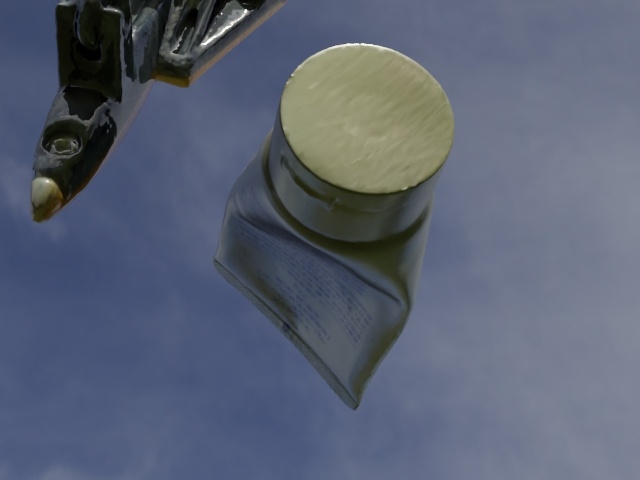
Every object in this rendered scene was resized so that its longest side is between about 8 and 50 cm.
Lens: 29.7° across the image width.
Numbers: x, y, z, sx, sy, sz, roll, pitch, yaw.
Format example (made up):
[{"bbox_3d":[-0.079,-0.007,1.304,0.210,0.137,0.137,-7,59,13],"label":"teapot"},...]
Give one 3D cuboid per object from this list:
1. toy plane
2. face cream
[{"bbox_3d":[-0.075,-0.127,0.552,0.204,0.316,0.103,11,-53,4],"label":"toy plane"},{"bbox_3d":[0.000,0.000,0.562,0.070,0.114,0.224,-39,-15,-24],"label":"face cream"}]
